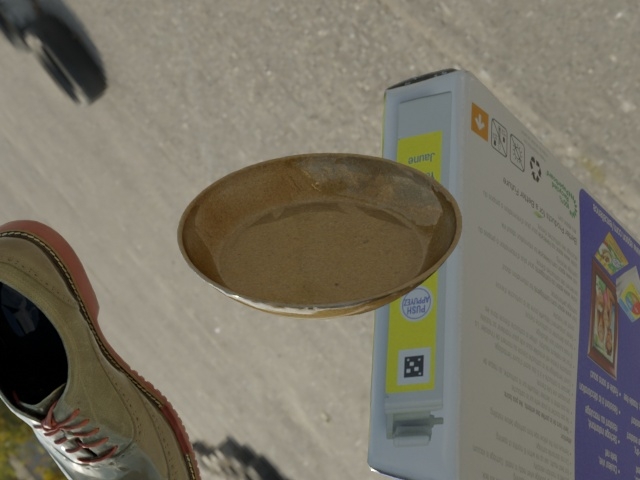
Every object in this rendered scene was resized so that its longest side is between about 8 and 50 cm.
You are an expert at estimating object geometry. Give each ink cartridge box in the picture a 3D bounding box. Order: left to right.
[{"bbox_3d":[0.132,0.099,0.674,0.072,0.307,0.303,-8,155,33],"label":"ink cartridge box"}]

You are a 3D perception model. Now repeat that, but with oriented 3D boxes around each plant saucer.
[{"bbox_3d":[0.000,0.000,0.324,0.083,0.083,0.015,34,139,43],"label":"plant saucer"}]

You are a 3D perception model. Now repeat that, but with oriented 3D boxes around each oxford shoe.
[{"bbox_3d":[-0.218,0.155,0.962,0.348,0.123,0.130,59,-167,-11],"label":"oxford shoe"}]
